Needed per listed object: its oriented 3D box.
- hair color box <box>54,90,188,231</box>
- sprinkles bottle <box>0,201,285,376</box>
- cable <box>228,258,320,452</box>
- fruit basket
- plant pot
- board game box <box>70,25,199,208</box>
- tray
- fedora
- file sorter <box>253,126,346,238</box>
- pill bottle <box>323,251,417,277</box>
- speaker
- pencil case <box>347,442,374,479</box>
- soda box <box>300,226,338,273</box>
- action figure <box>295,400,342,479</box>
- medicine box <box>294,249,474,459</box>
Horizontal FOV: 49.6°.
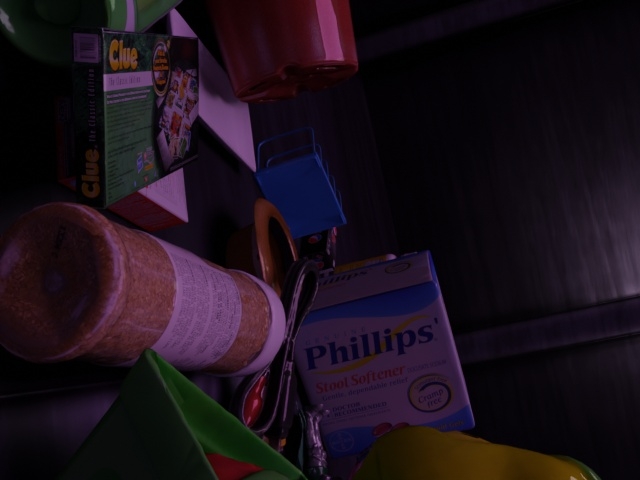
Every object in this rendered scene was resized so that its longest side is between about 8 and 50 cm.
[{"bbox_3d":[-0.201,-0.078,0.715,0.167,0.053,0.093,47,32,-67],"label":"hair color box"},{"bbox_3d":[-0.144,0.064,0.654,0.355,0.121,0.121,37,42,-70],"label":"sprinkles bottle"},{"bbox_3d":[-0.069,0.150,0.892,0.139,0.072,0.288,37,54,-53],"label":"cable"},{"bbox_3d":[0.019,0.233,0.538,0.283,0.392,0.392,48,-7,38],"label":"fruit basket"},{"bbox_3d":[-0.065,-0.370,1.078,0.272,0.272,0.265,-16,91,-77],"label":"plant pot"},{"bbox_3d":[-0.159,-0.122,0.637,0.260,0.030,0.136,-67,164,-75],"label":"board game box"},{"bbox_3d":[-0.166,-0.213,1.039,0.270,0.030,0.145,46,34,-65],"label":"tray"},{"bbox_3d":[-0.086,0.037,1.009,0.194,0.079,0.195,-15,90,-77],"label":"fedora"},{"bbox_3d":[-0.036,-0.107,1.281,0.105,0.118,0.170,-93,163,-47],"label":"file sorter"},{"bbox_3d":[0.121,0.096,1.520,0.119,0.208,0.119,-13,90,-77],"label":"pill bottle"},{"bbox_3d":[-0.213,-0.270,0.701,0.297,0.131,0.131,-80,153,-59],"label":"speaker"},{"bbox_3d":[0.136,0.470,1.178,0.160,0.167,0.386,-59,156,-27],"label":"pencil case"},{"bbox_3d":[0.000,0.000,1.441,0.169,0.060,0.053,-82,153,-56],"label":"soda box"},{"bbox_3d":[-0.005,0.374,1.060,0.137,0.063,0.232,57,27,-63],"label":"action figure"},{"bbox_3d":[0.102,0.198,1.203,0.149,0.263,0.290,-82,155,-69],"label":"medicine box"}]
